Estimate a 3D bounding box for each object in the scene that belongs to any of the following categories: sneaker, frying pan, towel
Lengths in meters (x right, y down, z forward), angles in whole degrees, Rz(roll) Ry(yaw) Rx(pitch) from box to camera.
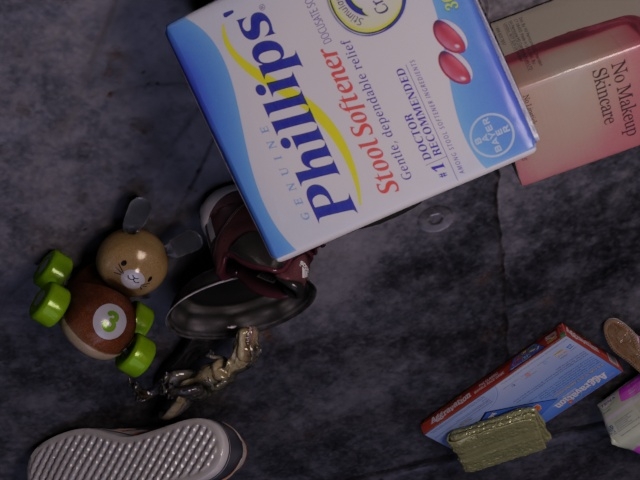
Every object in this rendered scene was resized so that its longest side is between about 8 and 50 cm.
[{"bbox_3d":[0.000,0.000,1.481,0.281,0.162,0.106,-12,135,1],"label":"sneaker"},{"bbox_3d":[0.459,0.148,1.816,0.118,0.067,0.042,46,119,-8],"label":"sneaker"},{"bbox_3d":[-0.116,0.105,1.642,0.197,0.053,0.326,-7,156,-16],"label":"frying pan"},{"bbox_3d":[-0.257,0.326,1.777,0.321,0.126,0.127,-9,163,20],"label":"sneaker"},{"bbox_3d":[0.274,0.304,1.898,0.148,0.027,0.110,-22,135,9],"label":"towel"}]

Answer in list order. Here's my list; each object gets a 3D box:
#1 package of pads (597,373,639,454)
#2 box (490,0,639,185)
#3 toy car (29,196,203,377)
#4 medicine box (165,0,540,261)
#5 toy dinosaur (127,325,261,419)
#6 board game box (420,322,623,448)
[{"bbox_3d":[0.612,0.258,1.907,0.297,0.101,0.229,24,126,-32],"label":"package of pads"},{"bbox_3d":[0.303,-0.184,1.385,0.232,0.126,0.148,-19,134,9],"label":"box"},{"bbox_3d":[-0.233,0.041,1.504,0.155,0.149,0.188,35,109,-25],"label":"toy car"},{"bbox_3d":[0.037,-0.160,1.255,0.289,0.149,0.263,-24,97,12],"label":"medicine box"},{"bbox_3d":[-0.184,0.196,1.669,0.118,0.064,0.268,2,151,-43],"label":"toy dinosaur"},{"bbox_3d":[0.302,0.237,1.875,0.145,0.027,0.281,32,121,-33],"label":"board game box"}]
